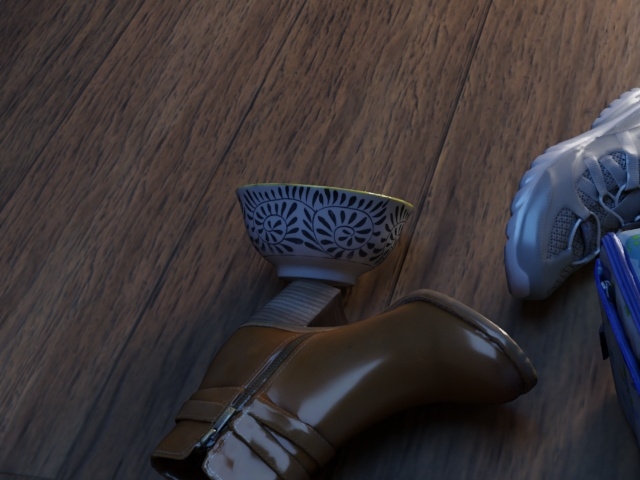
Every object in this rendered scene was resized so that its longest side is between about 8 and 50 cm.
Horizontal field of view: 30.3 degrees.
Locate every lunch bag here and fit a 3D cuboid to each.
[{"bbox_3d":[0.265,0.100,0.855,0.090,0.176,0.219,-14,42,5],"label":"lunch bag"}]

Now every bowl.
[{"bbox_3d":[0.000,0.000,1.108,0.170,0.170,0.080,4,84,23],"label":"bowl"}]

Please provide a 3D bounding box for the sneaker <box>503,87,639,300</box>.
[{"bbox_3d":[0.267,-0.044,1.064,0.115,0.105,0.281,23,55,37],"label":"sneaker"}]

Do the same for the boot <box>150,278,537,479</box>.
[{"bbox_3d":[0.011,0.137,0.954,0.283,0.109,0.220,14,49,35],"label":"boot"}]
